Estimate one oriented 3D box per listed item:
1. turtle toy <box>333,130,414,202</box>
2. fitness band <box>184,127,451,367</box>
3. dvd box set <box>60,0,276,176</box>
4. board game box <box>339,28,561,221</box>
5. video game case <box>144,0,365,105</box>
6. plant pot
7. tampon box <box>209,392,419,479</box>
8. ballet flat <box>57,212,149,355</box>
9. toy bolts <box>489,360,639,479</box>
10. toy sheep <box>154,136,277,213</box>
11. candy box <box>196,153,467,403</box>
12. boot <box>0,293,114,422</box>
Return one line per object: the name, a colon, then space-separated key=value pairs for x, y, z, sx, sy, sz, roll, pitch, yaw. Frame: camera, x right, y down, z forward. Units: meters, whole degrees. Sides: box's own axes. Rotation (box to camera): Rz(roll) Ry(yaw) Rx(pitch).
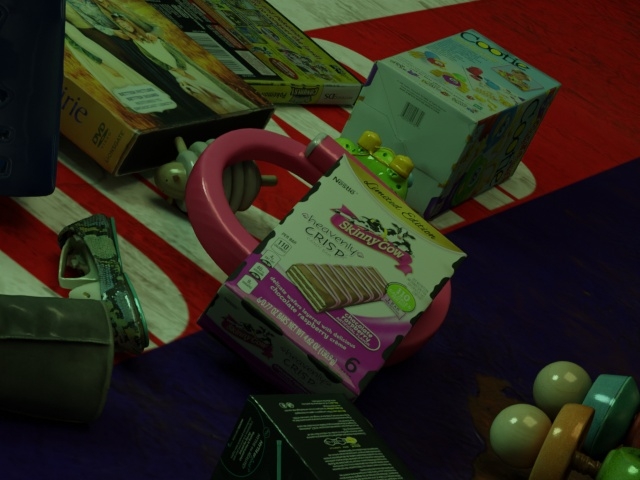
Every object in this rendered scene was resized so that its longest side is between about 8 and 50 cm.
turtle toy: x=0.049 y=-0.072 z=2.152 sx=0.130 sy=0.095 sz=0.066 roll=40 pitch=7 yaw=25
fitness band: x=0.000 y=0.000 z=1.900 sx=0.291 sy=0.054 sz=0.209 roll=42 pitch=42 yaw=5
dvd box set: x=-0.282 y=-0.234 z=2.111 sx=0.420 sy=0.062 sz=0.307 roll=39 pitch=23 yaw=16
board game box: x=0.154 y=-0.142 z=2.311 sx=0.144 sy=0.142 sz=0.275 roll=34 pitch=26 yaw=17
video game case: x=-0.115 y=-0.253 z=2.399 sx=0.248 sy=0.035 sz=0.275 roll=-3 pitch=37 yaw=-46
plant pot: x=-0.363 y=-0.188 z=1.788 sx=0.212 sy=0.236 sz=0.236 roll=-4 pitch=36 yaw=-17
tampon box: x=0.001 y=0.213 z=1.504 sx=0.101 sy=0.120 sz=0.161 roll=2 pitch=35 yaw=-41
ballet flat: x=-0.200 y=0.044 z=1.728 sx=0.070 sy=0.070 sz=0.188 roll=14 pitch=26 yaw=-25
toy bolts: x=0.271 y=0.149 z=1.823 sx=0.158 sy=0.218 sz=0.228 roll=26 pitch=6 yaw=14
toy sheep: x=-0.107 y=-0.064 z=1.981 sx=0.132 sy=0.091 sz=0.091 roll=-4 pitch=35 yaw=-20
candy box: x=0.015 y=0.044 z=1.792 sx=0.159 sy=0.071 sz=0.233 roll=39 pitch=45 yaw=1
boot: x=-0.263 y=0.050 z=1.532 sx=0.208 sy=0.190 sz=0.076 roll=3 pitch=2 yaw=-27
